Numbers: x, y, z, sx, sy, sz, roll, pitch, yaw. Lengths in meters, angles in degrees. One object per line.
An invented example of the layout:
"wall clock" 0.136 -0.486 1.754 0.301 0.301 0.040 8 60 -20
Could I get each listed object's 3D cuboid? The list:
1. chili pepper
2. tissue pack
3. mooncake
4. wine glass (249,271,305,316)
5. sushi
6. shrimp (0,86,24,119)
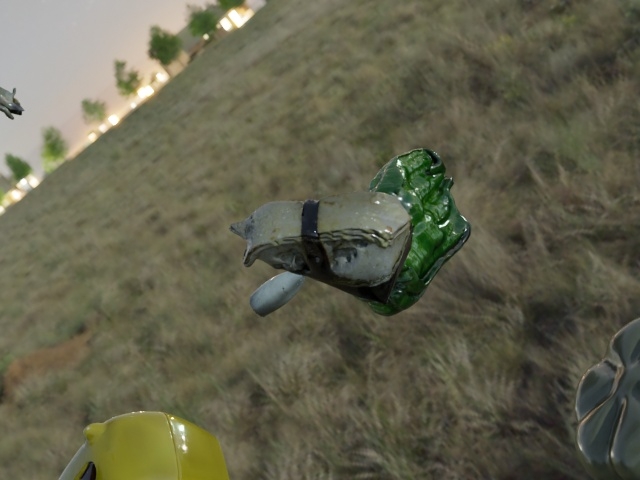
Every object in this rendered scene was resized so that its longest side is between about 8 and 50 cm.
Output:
"chili pepper" 0.151 -0.019 1.639 0.167 0.213 0.385 -24 23 37
"tissue pack" -0.174 0.242 0.778 0.178 0.127 0.123 -55 37 19
"mooncake" 0.442 0.212 1.134 0.275 0.135 0.275 -53 7 10
"wine glass" -0.052 0.075 1.657 0.198 0.066 0.066 -35 15 28
"sushi" -0.005 -0.017 1.259 0.109 0.272 0.134 89 -163 -62
"shrimp" -0.549 -0.196 1.145 0.085 0.360 0.247 -66 -14 -50
